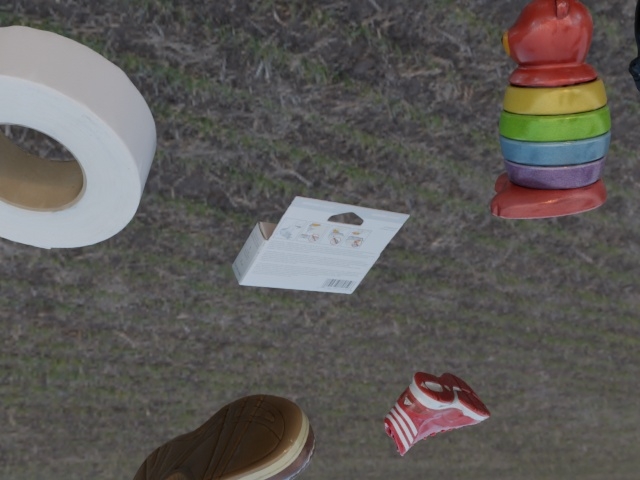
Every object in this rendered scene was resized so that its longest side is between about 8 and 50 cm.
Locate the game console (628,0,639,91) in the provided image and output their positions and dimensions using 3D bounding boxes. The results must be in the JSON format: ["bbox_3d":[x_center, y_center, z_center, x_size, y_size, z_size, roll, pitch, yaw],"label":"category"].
[{"bbox_3d":[0.326,-0.209,0.535,0.044,0.213,0.361,12,171,-9],"label":"game console"}]

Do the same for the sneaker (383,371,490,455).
[{"bbox_3d":[0.175,0.282,1.257,0.128,0.087,0.221,-48,136,15],"label":"sneaker"}]

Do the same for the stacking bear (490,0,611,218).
[{"bbox_3d":[0.322,-0.194,1.097,0.164,0.288,0.175,0,-160,16],"label":"stacking bear"}]

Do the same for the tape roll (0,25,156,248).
[{"bbox_3d":[-0.354,-0.118,0.974,0.286,0.100,0.286,2,138,2],"label":"tape roll"}]

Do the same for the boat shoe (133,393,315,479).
[{"bbox_3d":[-0.102,0.281,0.914,0.123,0.123,0.342,41,132,-17],"label":"boat shoe"}]

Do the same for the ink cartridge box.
[{"bbox_3d":[0.000,0.000,1.515,0.275,0.060,0.239,7,131,-35],"label":"ink cartridge box"}]
